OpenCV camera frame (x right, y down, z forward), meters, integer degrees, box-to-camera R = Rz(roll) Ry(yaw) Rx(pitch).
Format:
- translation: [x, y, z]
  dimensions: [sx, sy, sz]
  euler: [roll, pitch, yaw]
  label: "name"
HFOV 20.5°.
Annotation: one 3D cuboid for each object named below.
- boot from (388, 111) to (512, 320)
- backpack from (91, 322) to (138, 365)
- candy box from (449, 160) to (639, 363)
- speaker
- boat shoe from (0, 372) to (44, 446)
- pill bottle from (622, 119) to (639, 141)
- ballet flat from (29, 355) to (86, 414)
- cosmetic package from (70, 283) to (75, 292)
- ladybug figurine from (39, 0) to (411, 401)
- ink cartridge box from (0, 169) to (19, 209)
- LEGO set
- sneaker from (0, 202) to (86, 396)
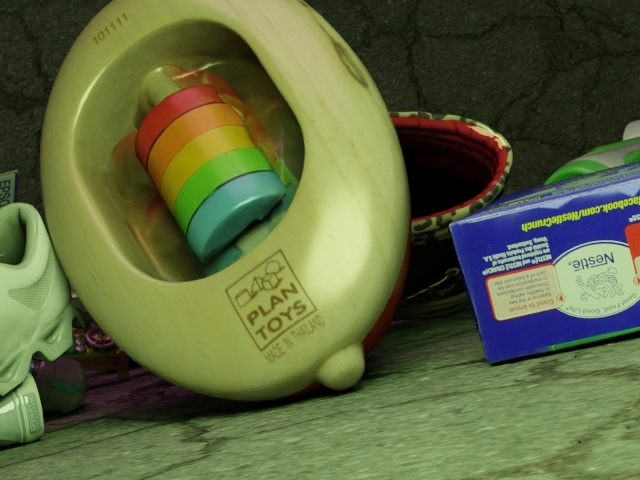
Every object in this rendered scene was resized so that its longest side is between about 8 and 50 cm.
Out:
- translation: [0.000, 0.000, 1.692]
  dimensions: [0.377, 0.138, 0.284]
  euler: [-6, -22, -8]
  label: "boot"
- translation: [-0.232, 0.091, 2.059]
  dimensions: [0.084, 0.114, 0.105]
  euler: [-14, 0, -20]
  label: "backpack"
- translation: [0.267, -0.003, 1.430]
  dimensions: [0.268, 0.122, 0.317]
  euler: [-13, 3, 15]
  label: "candy box"
- translation: [0.367, -0.050, 2.052]
  dimensions: [0.131, 0.131, 0.296]
  euler: [-11, 2, 38]
  label: "speaker"
- translation: [-0.312, 0.142, 1.566]
  dimensions: [0.081, 0.079, 0.227]
  euler: [-10, 5, -24]
  label: "boat shoe"
- translation: [0.547, -0.115, 2.282]
  dimensions: [0.283, 0.161, 0.161]
  euler: [-12, 2, 29]
  label: "pill bottle"
- translation: [-0.270, 0.144, 1.749]
  dimensions: [0.068, 0.072, 0.213]
  euler: [15, -5, -16]
  label: "ballet flat"
- translation: [-0.243, 0.019, 2.327]
  dimensions: [0.107, 0.127, 0.238]
  euler: [-8, 47, 54]
  label: "cosmetic package"
- translation: [-0.068, -0.037, 1.487]
  dimensions: [0.305, 0.449, 0.162]
  euler: [-36, -37, 10]
  label: "ladybug figurine"
- translation: [-0.558, 0.031, 2.265]
  dimensions: [0.330, 0.071, 0.324]
  euler: [-16, -34, -24]
  label: "ink cartridge box"
- translation: [-0.215, 0.064, 1.910]
  dimensions: [0.287, 0.107, 0.132]
  euler: [-17, 44, -32]
  label: "LEGO set"
- translation: [-0.317, 0.081, 1.422]
  dimensions: [0.122, 0.146, 0.330]
  euler: [4, 31, 24]
  label: "sneaker"
